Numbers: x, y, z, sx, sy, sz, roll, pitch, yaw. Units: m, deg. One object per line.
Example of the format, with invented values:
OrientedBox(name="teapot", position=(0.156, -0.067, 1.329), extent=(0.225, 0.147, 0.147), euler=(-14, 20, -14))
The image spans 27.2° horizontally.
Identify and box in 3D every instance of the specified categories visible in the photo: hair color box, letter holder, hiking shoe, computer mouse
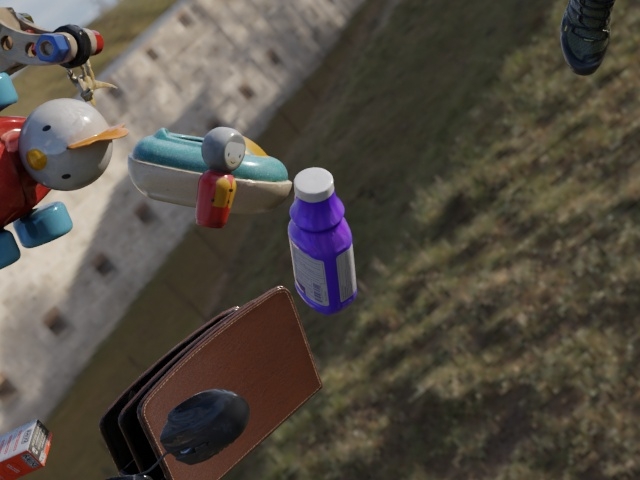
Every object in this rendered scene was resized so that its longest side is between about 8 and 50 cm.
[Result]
OrientedBox(name="hair color box", position=(-0.482, 0.333, 2.019), extent=(0.141, 0.043, 0.072), euler=(-26, 30, 20))
OrientedBox(name="letter holder", position=(-0.172, 0.204, 1.936), extent=(0.152, 0.214, 0.302), euler=(17, 46, 42))
OrientedBox(name="hiking shoe", position=(0.436, -0.383, 2.143), extent=(0.114, 0.086, 0.227), euler=(4, -87, -79))
OrientedBox(name="computer mouse", position=(-0.172, 0.245, 1.463), extent=(0.242, 0.071, 0.041), euler=(-41, 30, 21))

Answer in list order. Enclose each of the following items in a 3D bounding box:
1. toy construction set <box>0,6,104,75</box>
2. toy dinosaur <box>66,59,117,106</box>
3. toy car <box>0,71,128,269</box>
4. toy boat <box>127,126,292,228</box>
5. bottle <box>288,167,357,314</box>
OrientedBox(name="toy construction set", position=(-0.440, -0.323, 1.825), extent=(0.237, 0.257, 0.309), euler=(-31, 21, 30))
OrientedBox(name="toy dinosaur", position=(-0.392, -0.266, 2.195), extent=(0.053, 0.093, 0.183), euler=(-26, 11, 7))
OrientedBox(name="toy car", position=(-0.343, -0.101, 1.597), extent=(0.238, 0.219, 0.210), euler=(-15, 12, 31))
OrientedBox(name="toy boat", position=(-0.166, -0.115, 2.068), extent=(0.318, 0.267, 0.148), euler=(-130, 50, -77))
OrientedBox(name="bottle", position=(0.000, 0.000, 2.279), extent=(0.092, 0.283, 0.118), euler=(-32, 49, -24))
